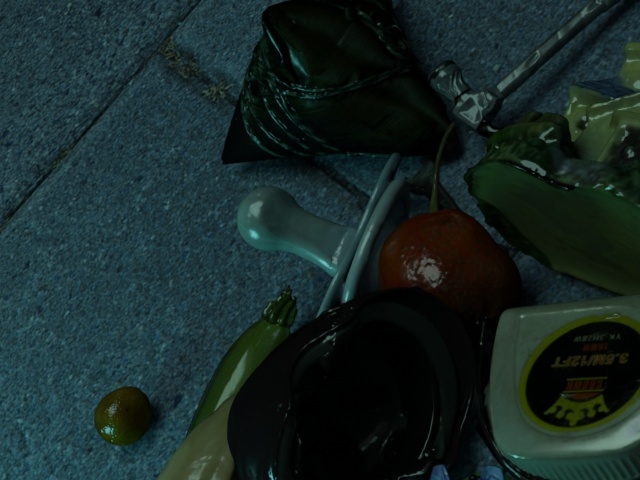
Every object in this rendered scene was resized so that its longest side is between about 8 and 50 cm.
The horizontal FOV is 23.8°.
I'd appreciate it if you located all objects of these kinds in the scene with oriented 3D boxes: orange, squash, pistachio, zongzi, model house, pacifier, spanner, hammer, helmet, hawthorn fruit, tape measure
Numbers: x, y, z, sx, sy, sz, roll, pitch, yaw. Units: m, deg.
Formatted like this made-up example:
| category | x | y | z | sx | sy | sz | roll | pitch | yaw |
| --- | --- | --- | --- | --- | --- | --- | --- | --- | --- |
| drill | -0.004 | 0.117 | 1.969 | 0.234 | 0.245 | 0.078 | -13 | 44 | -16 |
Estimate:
| category | x | y | z | sx | sy | sz | roll | pitch | yaw |
| --- | --- | --- | --- | --- | --- | --- | --- | --- | --- |
| orange | -0.268 | 0.238 | 2.065 | 0.085 | 0.085 | 0.085 | -25 | 44 | 27 |
| squash | -0.108 | 0.211 | 1.934 | 0.094 | 0.094 | 0.341 | 3 | 63 | 44 |
| pistachio | -0.107 | 0.323 | 1.774 | 0.187 | 0.187 | 0.299 | 4 | 53 | 45 |
| zongzi | -0.020 | -0.198 | 2.105 | 0.362 | 0.319 | 0.383 | -48 | 18 | 16 |
| model house | 0.349 | -0.096 | 1.622 | 0.321 | 0.261 | 0.266 | 22 | 70 | 44 |
| pacifier | 0.000 | 0.000 | 1.891 | 0.226 | 0.238 | 0.287 | 21 | 74 | 6 |
| spanner | 0.169 | -0.031 | 1.928 | 0.054 | 0.015 | 0.254 | -41 | 39 | 7 |
| hammer | 0.335 | -0.295 | 1.935 | 0.427 | 0.044 | 0.152 | -44 | 68 | 0 |
| helmet | 0.021 | 0.190 | 1.674 | 0.177 | 0.225 | 0.305 | -10 | 28 | 52 |
| hawthorn fruit | 0.141 | -0.014 | 1.793 | 0.165 | 0.165 | 0.285 | -21 | 65 | 30 |
| tape measure | 0.269 | 0.179 | 1.569 | 0.271 | 0.133 | 0.231 | -5 | 46 | 35 |

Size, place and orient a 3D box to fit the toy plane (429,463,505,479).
| category | x | y | z | sx | sy | sz | roll | pitch | yaw |
| --- | --- | --- | --- | --- | --- | --- | --- | --- | --- |
| toy plane | 0.189 | 0.331 | 1.544 | 0.246 | 0.078 | 0.169 | 27 | 84 | 25 |

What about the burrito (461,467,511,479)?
| category | x | y | z | sx | sy | sz | roll | pitch | yaw |
| --- | --- | --- | --- | --- | --- | --- | --- | --- | --- |
| burrito | 0.101 | 0.353 | 1.633 | 0.288 | 0.054 | 0.104 | -38 | 68 | 2 |
